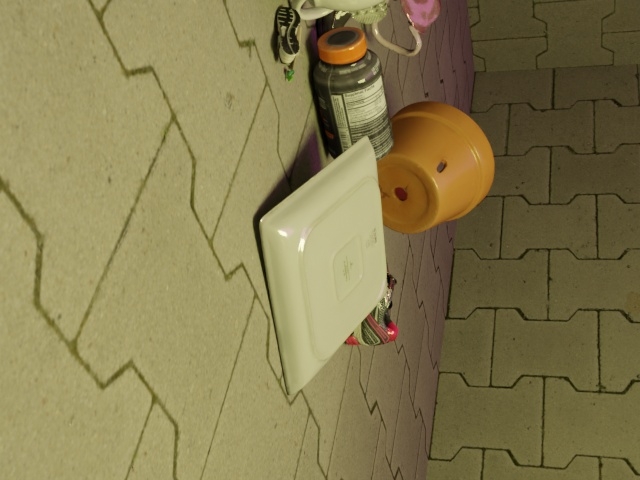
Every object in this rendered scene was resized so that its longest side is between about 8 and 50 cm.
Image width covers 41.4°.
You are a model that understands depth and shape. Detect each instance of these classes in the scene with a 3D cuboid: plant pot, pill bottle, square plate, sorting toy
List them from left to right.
[{"bbox_3d":[-0.045,-0.309,1.415,0.062,0.012,0.083,133,-37,-73],"label":"sorting toy"},{"bbox_3d":[0.029,0.041,1.471,0.344,0.049,0.347,-42,134,-45],"label":"square plate"},{"bbox_3d":[0.059,-0.272,1.589,0.130,0.130,0.246,-72,156,-46],"label":"pill bottle"},{"bbox_3d":[0.227,-0.147,1.942,0.203,0.291,0.291,-44,134,-46],"label":"plant pot"}]

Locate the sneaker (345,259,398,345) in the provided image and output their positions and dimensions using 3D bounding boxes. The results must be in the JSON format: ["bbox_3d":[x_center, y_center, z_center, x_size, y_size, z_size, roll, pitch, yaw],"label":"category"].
[{"bbox_3d":[0.104,0.072,1.778,0.121,0.112,0.299,-37,125,-69],"label":"sneaker"}]

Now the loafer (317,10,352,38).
[{"bbox_3d":[0.029,-0.427,1.604,0.062,0.061,0.170,-36,125,-71],"label":"loafer"}]

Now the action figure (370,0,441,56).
[{"bbox_3d":[0.160,-0.628,1.821,0.276,0.248,0.370,-62,164,-18],"label":"action figure"}]

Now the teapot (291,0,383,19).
[{"bbox_3d":[0.002,-0.457,1.330,0.256,0.187,0.252,60,3,-30],"label":"teapot"}]

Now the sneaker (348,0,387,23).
[{"bbox_3d":[0.072,-0.593,1.707,0.293,0.102,0.146,73,17,-53],"label":"sneaker"}]

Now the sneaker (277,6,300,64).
[{"bbox_3d":[-0.057,-0.334,1.382,0.044,0.040,0.109,124,-27,-57],"label":"sneaker"}]
